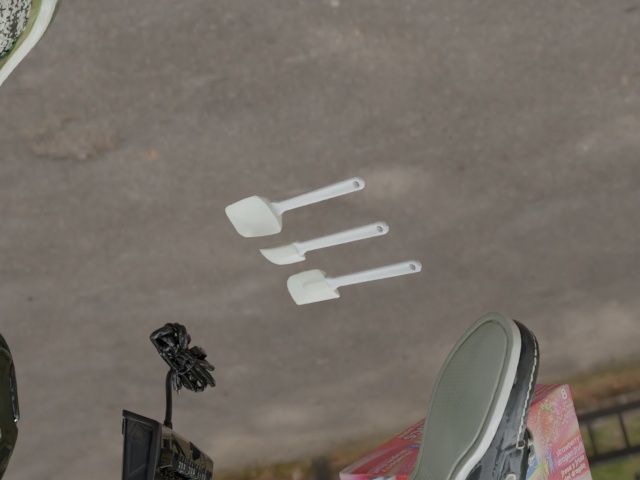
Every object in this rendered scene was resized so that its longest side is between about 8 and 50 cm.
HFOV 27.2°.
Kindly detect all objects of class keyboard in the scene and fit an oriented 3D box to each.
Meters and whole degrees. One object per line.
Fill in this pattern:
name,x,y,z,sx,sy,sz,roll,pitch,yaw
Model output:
keyboard,-0.095,0.149,0.882,0.033,0.202,0.317,0,167,0

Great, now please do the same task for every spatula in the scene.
spatula,0.000,0.000,1.582,0.242,0.168,0.019,-14,-155,49

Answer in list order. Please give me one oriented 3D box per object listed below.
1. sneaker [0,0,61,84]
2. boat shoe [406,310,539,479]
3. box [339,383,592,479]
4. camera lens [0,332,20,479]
sneaker,-0.452,-0.172,1.507,0.410,0.158,0.182,-61,176,15
boat shoe,0.146,0.203,1.231,0.091,0.114,0.303,10,118,-20
box,0.185,0.292,1.624,0.154,0.142,0.300,-7,-169,44
camera lens,-0.491,0.190,1.481,0.274,0.220,0.219,0,157,8
